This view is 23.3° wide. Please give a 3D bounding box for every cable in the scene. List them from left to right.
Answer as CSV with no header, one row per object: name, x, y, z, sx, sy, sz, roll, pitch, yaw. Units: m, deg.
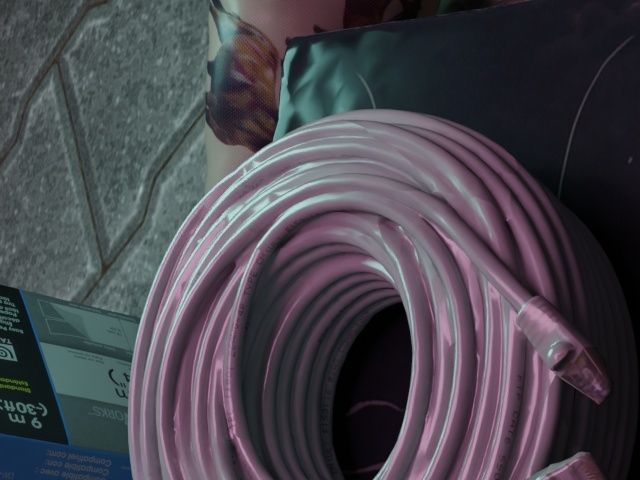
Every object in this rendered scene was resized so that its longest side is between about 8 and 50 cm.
cable,0.019,0.067,0.701,0.257,0.089,0.257,-44,50,28

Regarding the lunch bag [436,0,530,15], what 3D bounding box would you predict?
lunch bag,0.173,-0.196,1.091,0.235,0.169,0.287,-4,75,54

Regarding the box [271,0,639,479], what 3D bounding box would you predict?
box,0.207,0.139,0.760,0.480,0.297,0.471,-1,75,45

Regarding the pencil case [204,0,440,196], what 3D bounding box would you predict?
pencil case,0.000,0.000,1.050,0.160,0.183,0.410,10,111,23

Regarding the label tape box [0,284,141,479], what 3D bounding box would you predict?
label tape box,-0.238,0.194,1.461,0.106,0.241,0.333,-55,40,24
